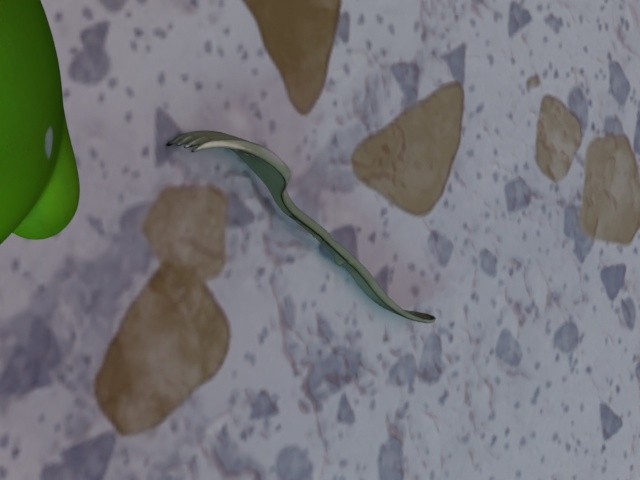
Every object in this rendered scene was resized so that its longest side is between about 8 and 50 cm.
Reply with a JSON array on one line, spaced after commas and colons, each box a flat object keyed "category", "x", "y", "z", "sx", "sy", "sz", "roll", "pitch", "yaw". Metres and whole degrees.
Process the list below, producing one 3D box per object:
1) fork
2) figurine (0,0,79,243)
[{"category": "fork", "x": 0.003, "y": -0.006, "z": 0.805, "sx": 0.219, "sy": 0.034, "sz": 0.028, "roll": 38, "pitch": 72, "yaw": -40}, {"category": "figurine", "x": -0.196, "y": -0.092, "z": 0.529, "sx": 0.162, "sy": 0.143, "sz": 0.263, "roll": -39, "pitch": 106, "yaw": -36}]
